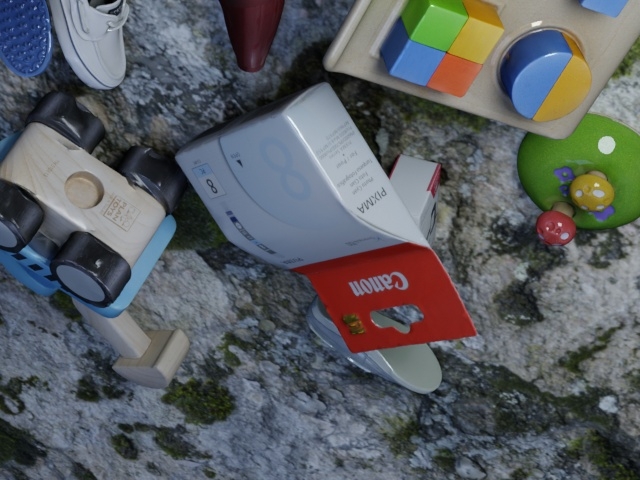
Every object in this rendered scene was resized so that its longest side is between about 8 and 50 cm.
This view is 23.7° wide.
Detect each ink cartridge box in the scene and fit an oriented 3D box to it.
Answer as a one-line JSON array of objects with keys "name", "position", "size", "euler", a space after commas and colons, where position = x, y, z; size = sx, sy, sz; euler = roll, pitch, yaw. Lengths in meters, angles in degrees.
[{"name": "ink cartridge box", "position": [0.116, -0.021, 2.040], "size": [0.063, 0.109, 0.150], "euler": [13, 138, 13]}, {"name": "ink cartridge box", "position": [0.000, 0.000, 2.009], "size": [0.308, 0.091, 0.385], "euler": [-15, 109, 57]}]

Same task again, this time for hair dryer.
[{"name": "hair dryer", "position": [-0.136, -0.336, 1.891], "size": [0.223, 0.080, 0.293], "euler": [0, 130, 49]}]

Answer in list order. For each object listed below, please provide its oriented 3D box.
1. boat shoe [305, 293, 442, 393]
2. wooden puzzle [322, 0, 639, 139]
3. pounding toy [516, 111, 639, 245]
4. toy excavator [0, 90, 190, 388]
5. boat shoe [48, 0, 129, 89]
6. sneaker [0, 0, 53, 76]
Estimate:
[{"name": "boat shoe", "position": [0.077, 0.156, 2.283], "size": [0.227, 0.079, 0.081], "euler": [36, 148, -3]}, {"name": "wooden puzzle", "position": [0.218, -0.254, 1.591], "size": [0.348, 0.080, 0.322], "euler": [12, 126, -28]}, {"name": "pounding toy", "position": [0.348, -0.052, 1.886], "size": [0.237, 0.110, 0.183], "euler": [12, 138, 17]}, {"name": "toy excavator", "position": [-0.343, 0.032, 2.299], "size": [0.433, 0.222, 0.445], "euler": [34, 153, -10]}, {"name": "boat shoe", "position": [-0.293, -0.302, 1.970], "size": [0.084, 0.095, 0.258], "euler": [7, 137, 28]}, {"name": "sneaker", "position": [-0.388, -0.316, 1.941], "size": [0.081, 0.090, 0.232], "euler": [-16, 87, 1]}]
